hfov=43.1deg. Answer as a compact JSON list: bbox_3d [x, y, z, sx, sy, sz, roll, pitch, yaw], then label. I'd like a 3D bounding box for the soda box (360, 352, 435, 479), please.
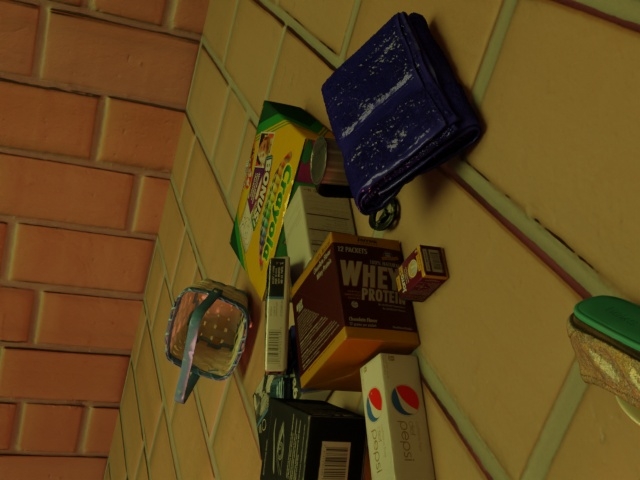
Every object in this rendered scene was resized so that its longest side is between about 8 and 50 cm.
[{"bbox_3d":[0.115,0.283,1.216,0.074,0.069,0.216,130,141,-52],"label":"soda box"}]

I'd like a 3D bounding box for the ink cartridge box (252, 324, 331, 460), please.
[{"bbox_3d":[-0.054,0.295,1.639,0.165,0.065,0.332,-103,30,-42],"label":"ink cartridge box"}]

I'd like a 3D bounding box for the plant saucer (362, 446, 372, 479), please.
[{"bbox_3d":[0.047,0.420,1.380,0.200,0.037,0.200,-173,90,-68],"label":"plant saucer"}]

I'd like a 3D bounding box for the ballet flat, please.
[{"bbox_3d":[0.333,0.142,0.713,0.316,0.108,0.106,-134,35,-69],"label":"ballet flat"}]

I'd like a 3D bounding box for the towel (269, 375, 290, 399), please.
[{"bbox_3d":[-0.082,0.326,1.573,0.067,0.029,0.119,151,122,-64],"label":"towel"}]

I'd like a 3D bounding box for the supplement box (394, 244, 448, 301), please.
[{"bbox_3d":[0.153,0.051,1.233,0.083,0.043,0.055,125,144,-50],"label":"supplement box"}]

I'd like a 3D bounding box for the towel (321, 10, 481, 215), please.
[{"bbox_3d":[0.108,-0.214,1.279,0.228,0.076,0.308,-36,44,22],"label":"towel"}]

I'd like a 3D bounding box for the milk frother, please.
[{"bbox_3d":[0.059,-0.097,1.388,0.143,0.135,0.129,-110,30,-50],"label":"milk frother"}]

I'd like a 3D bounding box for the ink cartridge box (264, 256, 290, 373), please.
[{"bbox_3d":[-0.083,0.149,1.526,0.208,0.045,0.206,105,166,-77],"label":"ink cartridge box"}]

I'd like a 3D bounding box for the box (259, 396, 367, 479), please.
[{"bbox_3d":[-0.015,0.353,1.358,0.207,0.108,0.153,177,99,-68],"label":"box"}]

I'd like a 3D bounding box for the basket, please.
[{"bbox_3d":[-0.283,0.231,1.997,0.289,0.201,0.254,-55,-17,-65],"label":"basket"}]

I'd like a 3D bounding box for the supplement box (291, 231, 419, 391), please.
[{"bbox_3d":[0.050,0.123,1.347,0.191,0.129,0.194,124,146,-48],"label":"supplement box"}]

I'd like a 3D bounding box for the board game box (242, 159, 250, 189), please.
[{"bbox_3d":[-0.154,-0.139,2.065,0.201,0.035,0.136,-174,92,-68],"label":"board game box"}]

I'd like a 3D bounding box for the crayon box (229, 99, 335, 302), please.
[{"bbox_3d":[-0.084,-0.091,1.781,0.313,0.106,0.363,-128,50,-61],"label":"crayon box"}]

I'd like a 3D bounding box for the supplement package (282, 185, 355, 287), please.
[{"bbox_3d":[0.000,0.000,1.544,0.105,0.105,0.179,121,149,-46],"label":"supplement package"}]
